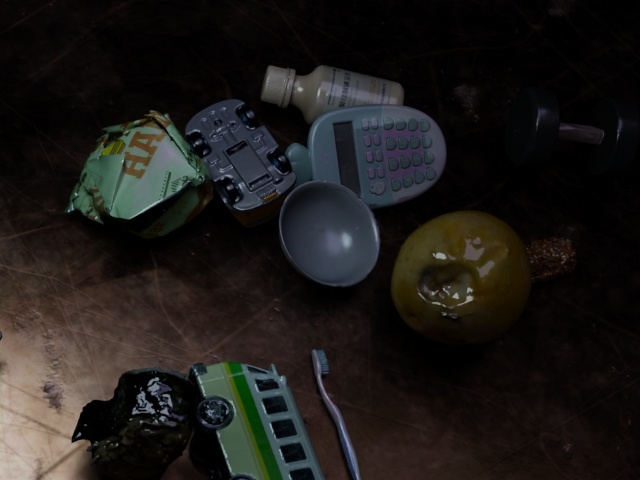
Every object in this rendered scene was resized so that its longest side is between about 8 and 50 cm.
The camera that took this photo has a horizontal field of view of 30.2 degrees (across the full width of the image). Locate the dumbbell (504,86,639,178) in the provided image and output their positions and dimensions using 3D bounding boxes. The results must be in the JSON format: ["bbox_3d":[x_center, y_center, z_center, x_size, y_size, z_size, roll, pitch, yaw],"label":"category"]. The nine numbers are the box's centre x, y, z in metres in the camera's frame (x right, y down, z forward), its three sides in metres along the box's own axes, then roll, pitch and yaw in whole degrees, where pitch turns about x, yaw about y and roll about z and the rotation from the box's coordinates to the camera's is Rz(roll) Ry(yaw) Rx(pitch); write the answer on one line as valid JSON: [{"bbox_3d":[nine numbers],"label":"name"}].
[{"bbox_3d":[0.471,-0.200,2.220,0.218,0.152,0.152,6,56,-12],"label":"dumbbell"}]

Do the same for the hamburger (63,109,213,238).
[{"bbox_3d":[-0.306,-0.094,1.950,0.235,0.125,0.214,-42,59,-2],"label":"hamburger"}]

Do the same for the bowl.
[{"bbox_3d":[0.000,0.000,1.987,0.189,0.086,0.189,10,67,-25],"label":"bowl"}]

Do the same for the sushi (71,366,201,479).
[{"bbox_3d":[-0.260,0.267,1.668,0.147,0.212,0.115,25,47,-20],"label":"sushi"}]

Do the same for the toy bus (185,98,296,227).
[{"bbox_3d":[-0.133,-0.124,2.007,0.126,0.136,0.209,-31,68,-12],"label":"toy bus"}]

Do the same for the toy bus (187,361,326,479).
[{"bbox_3d":[-0.095,0.310,1.732,0.165,0.133,0.276,-10,58,-20],"label":"toy bus"}]

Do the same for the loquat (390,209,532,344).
[{"bbox_3d":[0.233,0.061,1.948,0.244,0.244,0.243,7,56,-11],"label":"loquat"}]

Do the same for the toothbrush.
[{"bbox_3d":[0.029,0.289,1.854,0.027,0.021,0.269,-9,61,-15],"label":"toothbrush"}]

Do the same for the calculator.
[{"bbox_3d":[0.077,-0.146,2.089,0.299,0.041,0.185,-9,94,-11],"label":"calculator"}]

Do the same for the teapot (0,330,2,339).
[{"bbox_3d":[-0.540,0.139,1.728,0.149,0.162,0.239,-6,29,-29],"label":"teapot"}]

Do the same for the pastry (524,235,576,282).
[{"bbox_3d":[0.387,0.032,2.098,0.169,0.063,0.087,-17,61,-24],"label":"pastry"}]

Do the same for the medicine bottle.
[{"bbox_3d":[0.019,-0.258,2.156,0.252,0.114,0.114,13,55,-7],"label":"medicine bottle"}]
